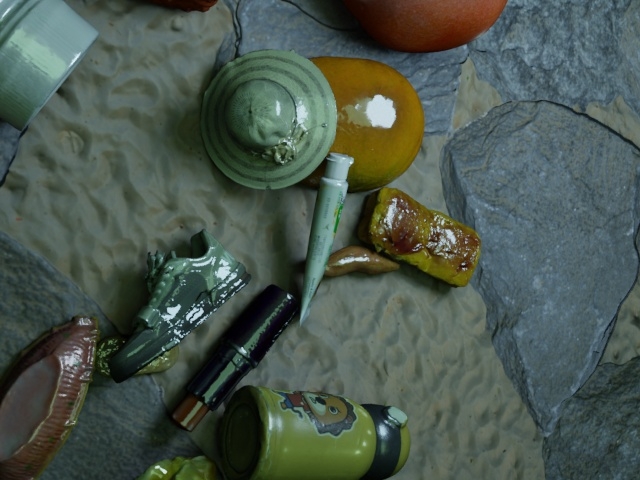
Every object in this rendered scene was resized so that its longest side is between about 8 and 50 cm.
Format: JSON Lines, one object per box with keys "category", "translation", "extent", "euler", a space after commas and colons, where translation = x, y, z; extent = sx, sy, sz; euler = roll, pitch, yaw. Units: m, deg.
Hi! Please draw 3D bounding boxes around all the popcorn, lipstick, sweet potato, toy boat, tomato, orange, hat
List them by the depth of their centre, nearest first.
{"category": "toy boat", "translation": [-0.439, 0.256, 1.136], "extent": [0.140, 0.099, 0.318], "euler": [23, 77, 3]}
{"category": "popcorn", "translation": [-0.226, 0.446, 1.190], "extent": [0.187, 0.185, 0.167], "euler": [13, 99, -35]}
{"category": "hat", "translation": [-0.100, -0.210, 1.227], "extent": [0.251, 0.110, 0.252], "euler": [1, 94, 10]}
{"category": "lipstick", "translation": [-0.150, 0.206, 1.283], "extent": [0.081, 0.081, 0.300], "euler": [46, 69, -19]}
{"category": "tomato", "translation": [0.202, -0.524, 1.361], "extent": [0.341, 0.272, 0.342], "euler": [0, 90, -26]}
{"category": "orange", "translation": [0.060, -0.223, 1.391], "extent": [0.310, 0.274, 0.275], "euler": [11, 83, -57]}
{"category": "sweet potato", "translation": [0.063, 0.039, 1.410], "extent": [0.202, 0.058, 0.055], "euler": [0, 133, -23]}

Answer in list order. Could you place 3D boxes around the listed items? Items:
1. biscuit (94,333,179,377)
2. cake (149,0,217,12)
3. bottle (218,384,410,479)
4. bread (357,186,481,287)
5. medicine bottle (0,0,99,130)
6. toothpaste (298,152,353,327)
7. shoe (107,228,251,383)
{"category": "biscuit", "translation": [-0.310, 0.192, 1.238], "extent": [0.147, 0.018, 0.071], "euler": [-2, 91, -28]}
{"category": "cake", "translation": [-0.245, -0.556, 1.139], "extent": [0.269, 0.270, 0.320], "euler": [11, 84, -26]}
{"category": "bottle", "translation": [0.007, 0.355, 1.313], "extent": [0.351, 0.171, 0.172], "euler": [11, 84, -34]}
{"category": "bread", "translation": [0.202, 0.000, 1.457], "extent": [0.270, 0.077, 0.139], "euler": [27, 72, -26]}
{"category": "medicine bottle", "translation": [-0.521, -0.344, 1.032], "extent": [0.371, 0.211, 0.211], "euler": [39, 73, -20]}
{"category": "toothpaste", "translation": [0.000, 0.000, 1.311], "extent": [0.058, 0.056, 0.315], "euler": [0, 110, -35]}
{"category": "shoe", "translation": [-0.260, 0.094, 1.213], "extent": [0.293, 0.109, 0.149], "euler": [-40, 97, -31]}
